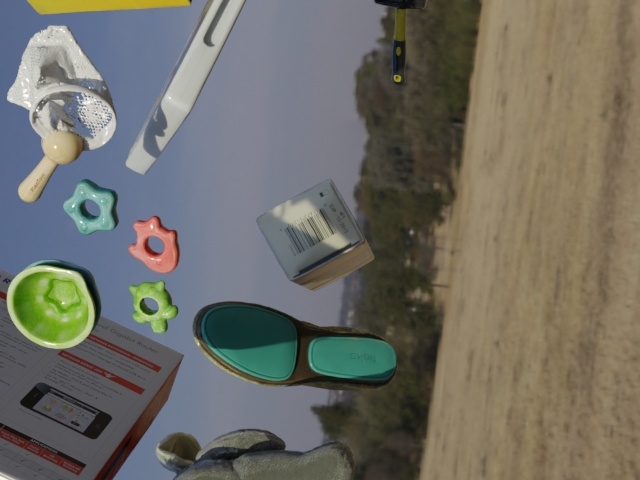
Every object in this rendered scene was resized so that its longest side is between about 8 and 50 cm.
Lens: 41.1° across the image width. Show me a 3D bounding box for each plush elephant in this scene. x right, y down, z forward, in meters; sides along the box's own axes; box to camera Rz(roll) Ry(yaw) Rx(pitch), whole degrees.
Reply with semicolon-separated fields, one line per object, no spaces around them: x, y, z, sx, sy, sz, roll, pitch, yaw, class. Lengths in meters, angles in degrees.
-0.143;0.395;1.198;0.255;0.330;0.271;121;158;-75;plush elephant

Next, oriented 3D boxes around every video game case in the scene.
-0.104;-0.174;0.755;0.206;0.026;0.227;-67;15;-16;video game case

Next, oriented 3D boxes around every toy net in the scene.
-0.168;-0.033;0.611;0.045;0.122;0.232;-64;-25;-67;toy net

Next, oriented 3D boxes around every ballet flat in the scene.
-0.048;0.176;1.335;0.123;0.349;0.123;-41;43;53;ballet flat

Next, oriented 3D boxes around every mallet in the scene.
0.087;-0.253;1.037;0.189;0.063;0.039;99;-176;-65;mallet

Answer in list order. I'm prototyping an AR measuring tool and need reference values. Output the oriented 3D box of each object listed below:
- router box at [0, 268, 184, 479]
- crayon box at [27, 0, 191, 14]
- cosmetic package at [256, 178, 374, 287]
-0.363;0.161;0.953;0.301;0.336;0.082;-58;-8;-65;router box
-0.392;-0.513;1.296;0.363;0.313;0.106;57;-139;-53;crayon box
0.000;0.000;1.555;0.129;0.153;0.296;61;-176;9;cosmetic package
